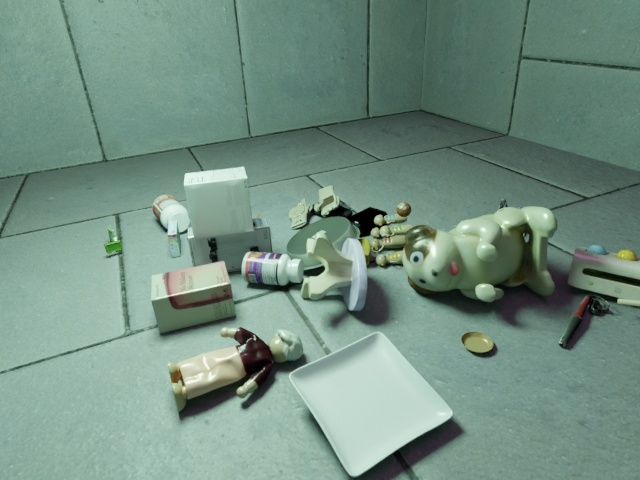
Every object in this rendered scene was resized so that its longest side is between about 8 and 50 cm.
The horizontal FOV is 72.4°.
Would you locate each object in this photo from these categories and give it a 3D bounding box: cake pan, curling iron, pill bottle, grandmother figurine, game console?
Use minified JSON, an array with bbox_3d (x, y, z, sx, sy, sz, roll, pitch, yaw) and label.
[{"bbox_3d":[0.000,0.000,1.614,0.293,0.054,0.293,-20,25,10],"label":"cake pan"},{"bbox_3d":[0.739,0.223,1.235,0.274,0.035,0.068,-24,34,-35],"label":"curling iron"},{"bbox_3d":[-0.656,-0.115,1.929,0.121,0.121,0.216,-19,32,-27],"label":"pill bottle"},{"bbox_3d":[-0.207,0.308,1.123,0.342,0.104,0.208,-12,57,-22],"label":"grandmother figurine"},{"bbox_3d":[-0.160,0.097,1.490,0.193,0.108,0.108,4,29,13],"label":"pill bottle"},{"bbox_3d":[0.114,-0.113,1.929,0.361,0.044,0.213,23,36,39],"label":"game console"}]

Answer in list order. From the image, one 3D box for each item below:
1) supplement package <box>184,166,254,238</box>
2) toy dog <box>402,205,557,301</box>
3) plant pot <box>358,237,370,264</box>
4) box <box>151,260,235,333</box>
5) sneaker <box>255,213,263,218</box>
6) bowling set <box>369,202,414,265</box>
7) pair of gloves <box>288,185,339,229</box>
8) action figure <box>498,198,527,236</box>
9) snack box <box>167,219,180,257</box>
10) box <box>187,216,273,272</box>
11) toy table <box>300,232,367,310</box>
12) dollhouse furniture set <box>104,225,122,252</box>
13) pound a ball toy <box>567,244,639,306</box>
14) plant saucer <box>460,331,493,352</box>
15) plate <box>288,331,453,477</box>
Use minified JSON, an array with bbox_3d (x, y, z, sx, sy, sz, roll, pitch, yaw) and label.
[{"bbox_3d":[-0.345,-0.132,1.493,0.203,0.194,0.149,-8,25,-12],"label":"supplement package"},{"bbox_3d":[0.461,0.030,1.377,0.407,0.285,0.395,-12,29,-11],"label":"toy dog"},{"bbox_3d":[0.143,0.051,1.582,0.081,0.082,0.083,-7,34,-7],"label":"plant pot"},{"bbox_3d":[-0.394,0.171,1.357,0.232,0.127,0.149,-11,29,-15],"label":"box"},{"bbox_3d":[-0.248,-0.046,1.852,0.042,0.067,0.119,-11,59,-20],"label":"sneaker"},{"bbox_3d":[0.258,-0.049,1.640,0.154,0.200,0.287,-7,24,-4],"label":"bowling set"},{"bbox_3d":[-0.028,-0.143,1.933,0.240,0.042,0.204,-26,33,6],"label":"pair of gloves"},{"bbox_3d":[0.710,-0.056,1.703,0.185,0.099,0.285,18,37,25],"label":"action figure"},{"bbox_3d":[-0.582,-0.009,1.742,0.037,0.100,0.141,-9,28,-13],"label":"snack box"},{"bbox_3d":[-0.323,0.021,1.587,0.289,0.169,0.087,-10,29,-11],"label":"box"},{"bbox_3d":[0.039,0.092,1.362,0.160,0.252,0.274,7,26,-11],"label":"toy table"},{"bbox_3d":[-0.856,0.003,1.774,0.058,0.076,0.151,-20,33,-30],"label":"dollhouse furniture set"},{"bbox_3d":[0.916,0.107,1.284,0.319,0.136,0.208,14,19,31],"label":"pound a ball toy"},{"bbox_3d":[0.423,0.279,1.185,0.083,0.015,0.083,-2,29,1],"label":"plant saucer"},{"bbox_3d":[0.108,0.360,0.999,0.277,0.045,0.278,-19,42,-25],"label":"plate"}]
